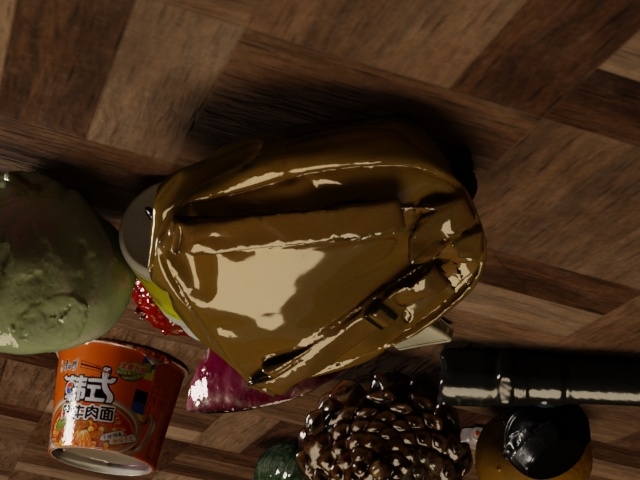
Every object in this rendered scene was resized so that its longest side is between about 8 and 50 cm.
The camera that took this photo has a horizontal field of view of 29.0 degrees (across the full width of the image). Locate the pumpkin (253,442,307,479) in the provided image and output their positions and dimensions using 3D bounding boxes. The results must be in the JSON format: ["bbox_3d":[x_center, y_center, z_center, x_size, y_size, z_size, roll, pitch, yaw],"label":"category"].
[{"bbox_3d":[-0.039,0.520,2.667,0.211,0.152,0.211,24,163,8],"label":"pumpkin"}]

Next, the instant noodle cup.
[{"bbox_3d":[-0.378,0.311,2.259,0.250,0.192,0.250,7,156,3],"label":"instant noodle cup"}]

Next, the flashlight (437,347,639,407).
[{"bbox_3d":[0.394,0.224,1.939,0.424,0.103,0.103,2,155,12],"label":"flashlight"}]

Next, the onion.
[{"bbox_3d":[-0.058,0.146,1.780,0.247,0.111,0.250,-13,-169,32],"label":"onion"}]

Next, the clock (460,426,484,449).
[{"bbox_3d":[0.334,0.389,2.384,0.129,0.041,0.087,15,159,-4],"label":"clock"}]

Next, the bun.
[{"bbox_3d":[-0.377,0.008,1.581,0.293,0.293,0.187,7,120,4],"label":"bun"}]

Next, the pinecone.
[{"bbox_3d":[0.111,0.348,2.127,0.298,0.242,0.296,6,165,1],"label":"pinecone"}]

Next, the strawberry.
[{"bbox_3d":[-0.191,0.089,1.839,0.167,0.087,0.208,29,147,-35],"label":"strawberry"}]

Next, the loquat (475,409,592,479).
[{"bbox_3d":[0.375,0.393,2.197,0.208,0.208,0.208,7,156,3],"label":"loquat"}]

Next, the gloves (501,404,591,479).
[{"bbox_3d":[0.355,0.298,2.033,0.164,0.203,0.124,-26,125,-9],"label":"gloves"}]

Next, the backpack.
[{"bbox_3d":[0.001,0.006,1.415,0.378,0.201,0.353,-13,136,8],"label":"backpack"}]

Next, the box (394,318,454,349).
[{"bbox_3d":[0.097,0.113,1.867,0.109,0.029,0.198,-16,145,43],"label":"box"}]

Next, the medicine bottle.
[{"bbox_3d":[-0.165,0.035,1.643,0.143,0.143,0.258,3,156,12],"label":"medicine bottle"}]
